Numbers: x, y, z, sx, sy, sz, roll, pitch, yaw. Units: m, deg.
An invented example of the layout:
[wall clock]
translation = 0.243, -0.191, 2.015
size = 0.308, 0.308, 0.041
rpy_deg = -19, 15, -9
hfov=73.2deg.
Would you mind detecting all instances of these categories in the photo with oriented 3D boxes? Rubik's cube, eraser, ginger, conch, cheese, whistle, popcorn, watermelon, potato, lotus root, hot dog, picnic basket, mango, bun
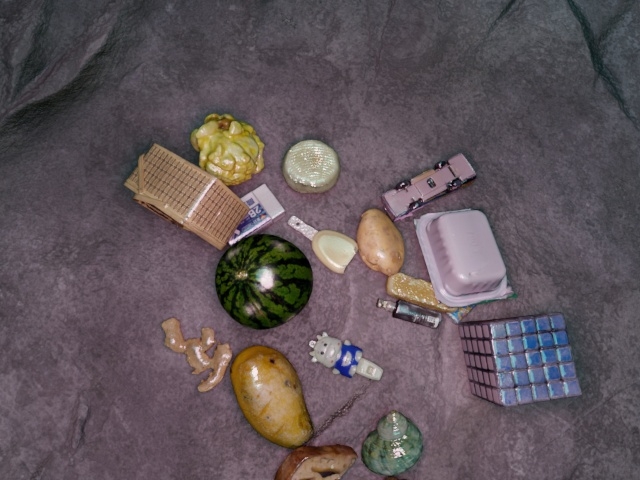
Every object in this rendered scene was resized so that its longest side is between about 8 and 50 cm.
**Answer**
[Rubik's cube]
translation = 0.579, 0.349, 1.285
size = 0.237, 0.238, 0.237
rpy_deg = -5, 77, -3
[eraser]
translation = -0.235, -0.078, 1.418
size = 0.210, 0.068, 0.124
rpy_deg = -35, 78, -9
[ginger]
translation = -0.379, 0.327, 1.332
size = 0.149, 0.065, 0.258
rpy_deg = -37, 76, -22
[conch]
translation = 0.212, 0.600, 1.275
size = 0.176, 0.122, 0.188
rpy_deg = 7, 73, 23
[cheese]
translation = 0.000, 0.000, 1.423
size = 0.251, 0.054, 0.127
rpy_deg = 34, 75, 5
[whistle]
translation = 0.077, 0.365, 1.328
size = 0.244, 0.092, 0.110
rpy_deg = 25, 74, 3
[popcorn]
translation = -0.291, -0.289, 1.385
size = 0.255, 0.195, 0.256
rpy_deg = 43, 38, -33
[watermelon]
translation = -0.167, 0.122, 1.280
size = 0.285, 0.285, 0.285
rpy_deg = 1, 78, -3
[potato]
translation = 0.186, 0.007, 1.393
size = 0.161, 0.128, 0.235
rpy_deg = -13, 69, -43
[lotus root]
translation = -0.033, 0.672, 1.237
size = 0.261, 0.074, 0.170
rpy_deg = -45, 115, -7
[hot dog]
translation = 0.327, 0.170, 1.393
size = 0.242, 0.073, 0.084
rpy_deg = 15, 74, 0
[picnic basket]
translation = -0.408, -0.125, 1.299
size = 0.313, 0.228, 0.175
rpy_deg = 30, 81, 27
[mango]
translation = -0.144, 0.464, 1.270
size = 0.176, 0.175, 0.329
rpy_deg = -18, 100, 17
[bun]
translation = -0.034, -0.237, 1.438
size = 0.195, 0.118, 0.195
rpy_deg = 2, 74, -8

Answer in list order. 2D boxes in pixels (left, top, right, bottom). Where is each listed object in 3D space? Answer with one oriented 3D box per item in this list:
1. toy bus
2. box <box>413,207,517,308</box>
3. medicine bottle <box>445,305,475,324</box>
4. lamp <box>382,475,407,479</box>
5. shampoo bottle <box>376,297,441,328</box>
[toy bus]
translation = 0.351, -0.167, 1.438
size = 0.317, 0.138, 0.112
rpy_deg = -25, 75, -7
[box]
translation = 0.471, 0.033, 1.375
size = 0.264, 0.106, 0.337
rpy_deg = -7, 67, -11
[medicine bottle]
translation = 0.491, 0.193, 1.409
size = 0.191, 0.051, 0.051
rpy_deg = -42, 83, -11
[lamp]
translation = 0.241, 0.815, 1.210
size = 0.177, 0.177, 0.274
rpy_deg = -30, 83, -9
[shampoo bottle]
translation = 0.280, 0.229, 1.383
size = 0.207, 0.063, 0.057
rpy_deg = 16, 77, 0
